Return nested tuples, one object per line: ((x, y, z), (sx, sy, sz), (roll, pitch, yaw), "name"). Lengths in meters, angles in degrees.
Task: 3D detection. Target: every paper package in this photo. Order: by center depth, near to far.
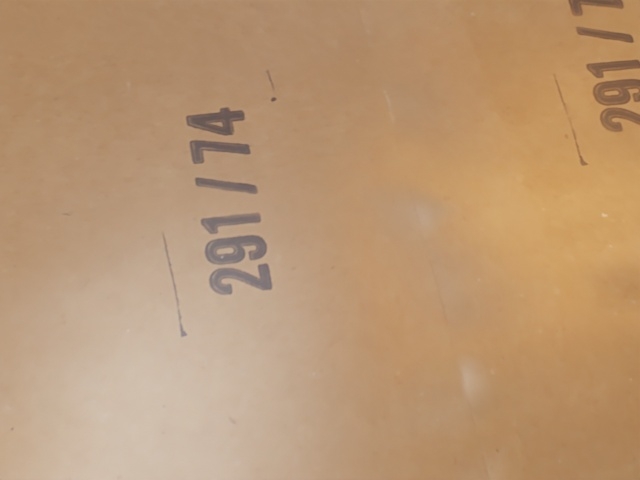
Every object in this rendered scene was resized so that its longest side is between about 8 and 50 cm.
((0.000, 0.000, 0.491), (0.309, 0.325, 0.168), (-12, 156, -12), "paper package")
